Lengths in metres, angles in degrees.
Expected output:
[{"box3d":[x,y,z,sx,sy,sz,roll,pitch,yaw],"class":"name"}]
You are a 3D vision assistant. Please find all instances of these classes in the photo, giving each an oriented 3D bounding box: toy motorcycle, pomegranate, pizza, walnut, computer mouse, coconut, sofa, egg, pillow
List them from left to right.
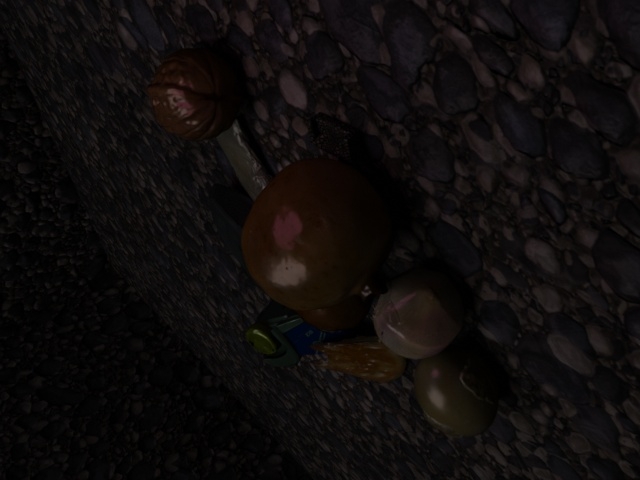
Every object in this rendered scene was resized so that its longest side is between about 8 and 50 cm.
[{"box3d":[-0.268,-0.310,1.563,0.213,0.213,0.213,41,155,25],"class":"walnut"},{"box3d":[-0.175,-0.183,1.739,0.148,0.050,0.230,0,122,56],"class":"pillow"},{"box3d":[-0.174,-0.012,1.892,0.371,0.121,0.188,46,154,32],"class":"computer mouse"},{"box3d":[-0.018,0.218,1.887,0.326,0.191,0.200,-15,120,46],"class":"toy motorcycle"},{"box3d":[-0.014,0.070,1.614,0.298,0.203,0.203,45,156,11],"class":"walnut"},{"box3d":[-0.006,-0.017,1.373,0.307,0.307,0.307,41,155,25],"class":"pomegranate"},{"box3d":[0.027,-0.189,1.360,0.118,0.039,0.060,32,149,40],"class":"sofa"},{"box3d":[0.094,0.287,1.798,0.262,0.034,0.181,-5,135,28],"class":"pizza"},{"box3d":[0.181,0.131,1.371,0.171,0.171,0.183,45,159,17],"class":"coconut"},{"box3d":[0.270,0.296,1.452,0.164,0.164,0.202,7,132,59],"class":"egg"}]

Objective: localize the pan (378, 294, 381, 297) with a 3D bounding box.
[{"box3d":[0.159,0.155,1.603,0.115,0.040,0.212,30,155,44],"class":"pan"}]
